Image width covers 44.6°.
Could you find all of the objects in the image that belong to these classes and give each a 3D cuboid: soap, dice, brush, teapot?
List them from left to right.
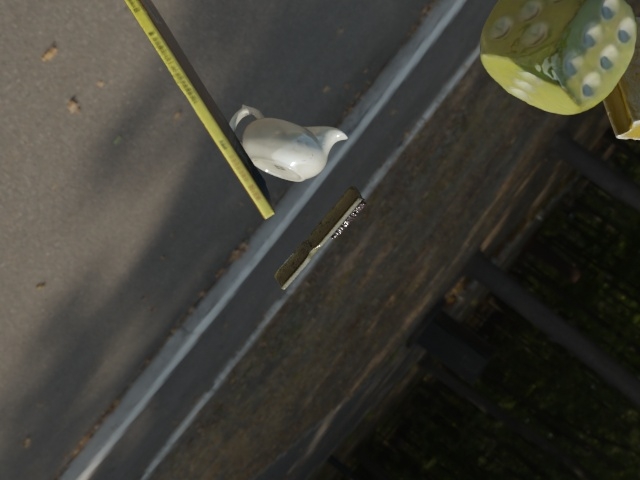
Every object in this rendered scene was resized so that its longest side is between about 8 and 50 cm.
[{"bbox_3d":[-0.098,-0.239,1.877,0.165,0.300,0.208,-65,159,5],"label":"teapot"},{"bbox_3d":[0.000,0.000,1.462,0.036,0.043,0.248,20,121,-40],"label":"brush"},{"bbox_3d":[0.365,-0.306,1.208,0.166,0.169,0.169,31,91,-38],"label":"dice"},{"bbox_3d":[0.576,-0.296,1.420,0.140,0.232,0.073,-2,155,-16],"label":"soap"}]

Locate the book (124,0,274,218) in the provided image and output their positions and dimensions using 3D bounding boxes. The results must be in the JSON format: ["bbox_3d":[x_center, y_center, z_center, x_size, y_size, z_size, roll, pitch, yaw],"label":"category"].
[{"bbox_3d":[-0.178,-0.213,1.127,0.028,0.374,0.262,-32,-165,0],"label":"book"}]
